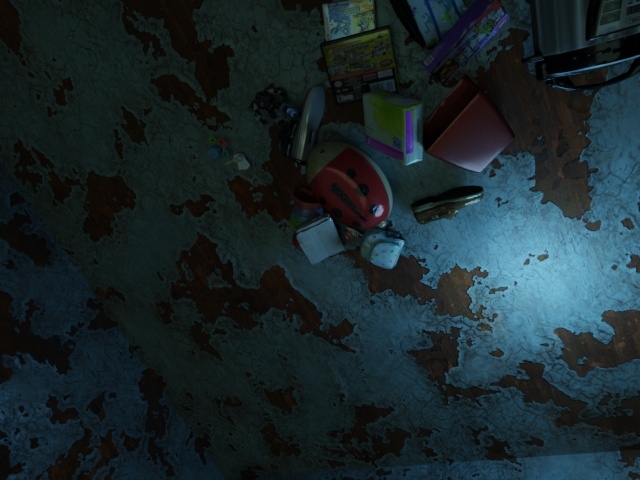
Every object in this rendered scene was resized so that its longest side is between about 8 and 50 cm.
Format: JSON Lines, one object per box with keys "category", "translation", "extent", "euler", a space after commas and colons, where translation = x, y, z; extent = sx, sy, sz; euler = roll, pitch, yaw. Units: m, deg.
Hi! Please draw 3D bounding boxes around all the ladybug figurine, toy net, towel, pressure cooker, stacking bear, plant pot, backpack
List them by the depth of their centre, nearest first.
{"category": "pressure cooker", "translation": [0.849, -0.682, 1.223], "extent": [0.370, 0.375, 0.420], "euler": [15, 127, 54]}
{"category": "backpack", "translation": [0.342, -0.844, 1.367], "extent": [0.273, 0.290, 0.355], "euler": [-18, 117, 8]}
{"category": "plant pot", "translation": [0.558, -0.414, 1.517], "extent": [0.235, 0.267, 0.267], "euler": [31, 121, -14]}
{"category": "ladybug figurine", "translation": [0.113, -0.215, 1.692], "extent": [0.449, 0.162, 0.305], "euler": [43, 121, -4]}
{"category": "backpack", "translation": [0.276, 0.034, 1.862], "extent": [0.188, 0.144, 0.166], "euler": [17, 120, 1]}
{"category": "towel", "translation": [0.000, 0.000, 1.901], "extent": [0.187, 0.049, 0.282], "euler": [-25, 140, 3]}
{"category": "stacking bear", "translation": [-0.069, -0.084, 1.931], "extent": [0.175, 0.164, 0.289], "euler": [16, 123, 11]}
{"category": "toy net", "translation": [-0.437, -0.421, 1.954], "extent": [0.232, 0.045, 0.122], "euler": [22, 117, 5]}

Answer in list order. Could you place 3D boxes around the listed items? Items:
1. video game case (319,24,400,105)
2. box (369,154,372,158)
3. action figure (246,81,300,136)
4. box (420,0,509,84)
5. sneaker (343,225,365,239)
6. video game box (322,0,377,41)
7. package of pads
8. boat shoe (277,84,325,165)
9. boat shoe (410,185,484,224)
{"category": "video game case", "translation": [0.160, -0.684, 1.601], "extent": [0.275, 0.035, 0.248], "euler": [-5, 128, 21]}
{"category": "box", "translation": [0.184, -0.266, 1.791], "extent": [0.156, 0.093, 0.158], "euler": [-26, 103, 27]}
{"category": "action figure", "translation": [-0.205, -0.565, 1.732], "extent": [0.185, 0.099, 0.285], "euler": [-51, 56, 13]}
{"category": "box", "translation": [0.508, -0.699, 1.415], "extent": [0.293, 0.201, 0.057], "euler": [-45, 71, 30]}
{"category": "sneaker", "translation": [0.166, -0.022, 1.941], "extent": [0.118, 0.042, 0.067], "euler": [27, 116, 13]}
{"category": "video game box", "translation": [0.117, -0.832, 1.572], "extent": [0.205, 0.048, 0.187], "euler": [0, 117, 18]}
{"category": "package of pads", "translation": [0.272, -0.447, 1.554], "extent": [0.101, 0.296, 0.229], "euler": [-21, 125, -17]}
{"category": "boat shoe", "translation": [-0.095, -0.511, 1.756], "extent": [0.158, 0.127, 0.340], "euler": [24, 110, 25]}
{"category": "boat shoe", "translation": [0.548, -0.148, 1.727], "extent": [0.307, 0.111, 0.104], "euler": [-13, 114, 34]}
